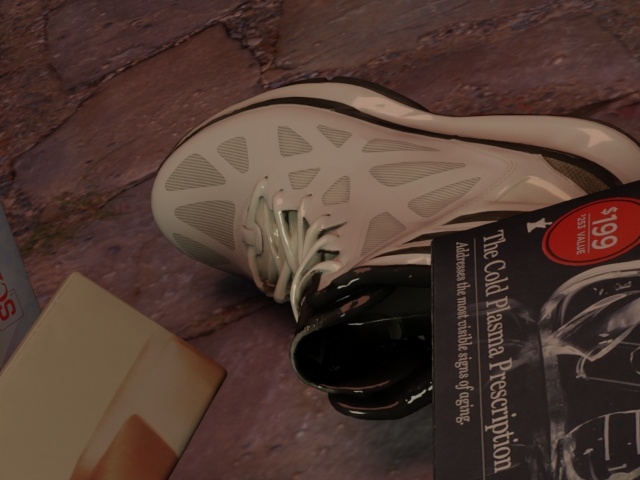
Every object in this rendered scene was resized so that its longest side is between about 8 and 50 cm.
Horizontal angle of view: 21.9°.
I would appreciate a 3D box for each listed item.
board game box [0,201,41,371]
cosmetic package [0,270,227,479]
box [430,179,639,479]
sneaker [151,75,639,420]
[{"bbox_3d":[-0.364,0.025,1.324,0.319,0.318,0.066,0,27,38],"label":"board game box"},{"bbox_3d":[-0.190,0.183,1.030,0.153,0.129,0.296,-51,7,48],"label":"cosmetic package"},{"bbox_3d":[0.232,0.112,0.886,0.313,0.179,0.343,-16,30,12],"label":"box"},{"bbox_3d":[0.000,-0.001,1.209,0.447,0.169,0.257,3,25,36],"label":"sneaker"}]
